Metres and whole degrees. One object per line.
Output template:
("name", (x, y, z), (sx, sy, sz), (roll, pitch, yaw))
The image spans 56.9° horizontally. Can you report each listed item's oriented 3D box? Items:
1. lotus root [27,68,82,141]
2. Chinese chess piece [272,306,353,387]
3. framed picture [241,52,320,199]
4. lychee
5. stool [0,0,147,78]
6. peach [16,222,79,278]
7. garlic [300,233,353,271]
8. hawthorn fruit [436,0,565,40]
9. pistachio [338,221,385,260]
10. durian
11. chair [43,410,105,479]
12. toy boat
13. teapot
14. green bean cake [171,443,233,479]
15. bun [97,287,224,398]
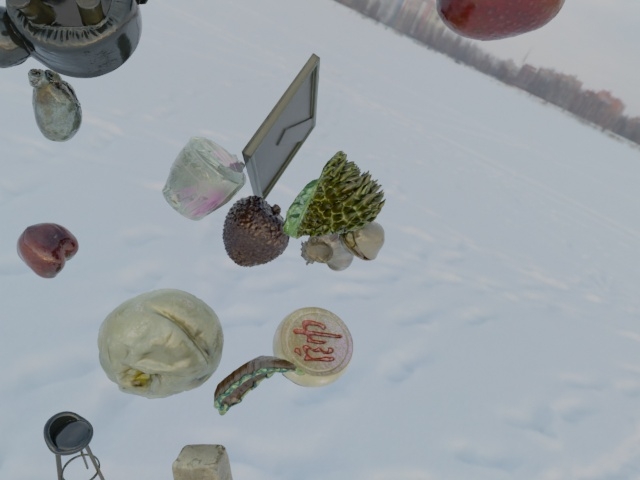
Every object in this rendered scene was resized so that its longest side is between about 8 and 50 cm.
("lotus root", (-0.469, -0.238, 1.049), (0.088, 0.165, 0.088), (6, 57, -9))
("Chinese chess piece", (-0.025, 0.352, 1.961), (0.270, 0.112, 0.269), (9, 56, -14))
("framed picture", (-0.102, -0.293, 1.673), (0.028, 0.326, 0.446), (32, -12, 5))
("lychee", (-0.171, -0.024, 1.573), (0.195, 0.194, 0.194), (22, 21, -9))
("stool", (-0.330, -0.286, 0.743), (0.153, 0.228, 0.139), (44, -12, 3))
("peach", (-0.746, 0.020, 1.604), (0.152, 0.152, 0.152), (22, 21, -9))
("garlic", (0.000, 0.000, 1.911), (0.207, 0.206, 0.257), (3, 0, -45))
("hawthorn fruit", (0.350, -0.562, 1.255), (0.369, 0.284, 0.284), (-16, 26, 1))
("pistachio", (0.100, -0.003, 1.460), (0.113, 0.113, 0.149), (36, 20, 27))
("durian", (0.033, -0.092, 1.349), (0.163, 0.198, 0.394), (41, 19, -12))
("chair", (-0.518, 0.468, 1.271), (0.095, 0.221, 0.104), (4, 33, 10))
("toy boat", (-0.168, 0.362, 1.548), (0.109, 0.293, 0.099), (17, 47, -56))
("teapot", (-0.289, -0.149, 1.423), (0.163, 0.178, 0.221), (38, 17, -21))
("green bean cake", (-0.260, 0.553, 1.332), (0.109, 0.179, 0.085), (-1, 20, 10))
("bun", (-0.454, 0.314, 1.682), (0.366, 0.365, 0.219), (17, 33, -20))
